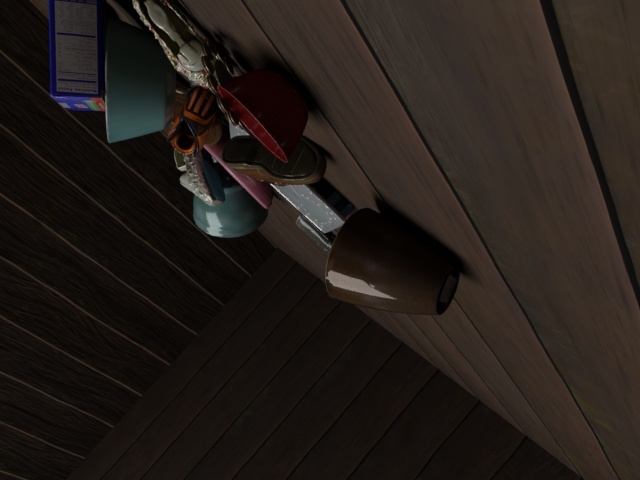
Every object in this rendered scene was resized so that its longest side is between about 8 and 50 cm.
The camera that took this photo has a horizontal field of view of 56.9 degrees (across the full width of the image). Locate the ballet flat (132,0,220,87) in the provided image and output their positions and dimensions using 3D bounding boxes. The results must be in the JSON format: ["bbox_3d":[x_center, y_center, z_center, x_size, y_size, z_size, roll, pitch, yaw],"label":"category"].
[{"bbox_3d":[-0.283,-0.398,1.169,0.241,0.091,0.077,46,-173,-18],"label":"ballet flat"}]

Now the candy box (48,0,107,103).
[{"bbox_3d":[-0.583,-0.487,1.436,0.122,0.317,0.268,0,-174,-17],"label":"candy box"}]

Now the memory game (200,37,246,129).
[{"bbox_3d":[-0.186,-0.305,1.159,0.186,0.012,0.186,-19,-90,-77],"label":"memory game"}]

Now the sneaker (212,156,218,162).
[{"bbox_3d":[-0.437,-0.371,2.381,0.162,0.063,0.073,33,151,31],"label":"sneaker"}]

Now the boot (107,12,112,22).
[{"bbox_3d":[-0.698,-0.675,1.745,0.246,0.094,0.207,35,176,5],"label":"boot"}]

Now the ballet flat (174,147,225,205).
[{"bbox_3d":[-0.437,-0.259,2.071,0.147,0.147,0.408,53,-166,-57],"label":"ballet flat"}]

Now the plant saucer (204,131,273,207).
[{"bbox_3d":[-0.268,-0.247,1.962,0.332,0.084,0.332,46,178,2],"label":"plant saucer"}]

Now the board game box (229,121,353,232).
[{"bbox_3d":[-0.090,-0.179,1.639,0.390,0.050,0.390,42,173,-3],"label":"board game box"}]

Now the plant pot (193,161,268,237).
[{"bbox_3d":[-0.349,-0.182,2.253,0.293,0.293,0.196,38,144,30],"label":"plant pot"}]

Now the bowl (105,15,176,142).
[{"bbox_3d":[-0.456,-0.401,1.509,0.163,0.311,0.311,0,-175,-16],"label":"bowl"}]

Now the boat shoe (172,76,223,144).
[{"bbox_3d":[-0.429,-0.432,1.798,0.342,0.123,0.123,38,-157,-8],"label":"boat shoe"}]

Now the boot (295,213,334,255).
[{"bbox_3d":[0.001,-0.001,2.110,0.209,0.076,0.189,34,157,8],"label":"boot"}]

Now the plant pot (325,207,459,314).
[{"bbox_3d":[0.166,0.065,1.246,0.230,0.215,0.215,21,163,30],"label":"plant pot"}]

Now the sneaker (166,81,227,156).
[{"bbox_3d":[-0.342,-0.314,1.586,0.125,0.180,0.321,27,175,-5],"label":"sneaker"}]

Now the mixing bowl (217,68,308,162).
[{"bbox_3d":[-0.088,-0.239,1.057,0.181,0.098,0.181,45,176,4],"label":"mixing bowl"}]

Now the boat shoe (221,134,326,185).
[{"bbox_3d":[-0.090,-0.181,1.358,0.307,0.110,0.104,20,171,41],"label":"boat shoe"}]
